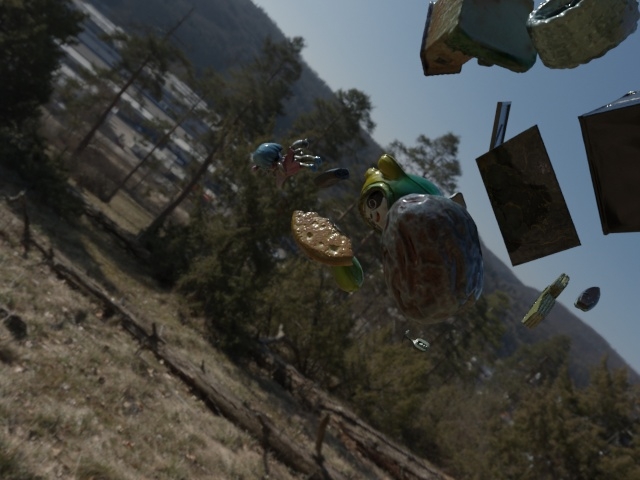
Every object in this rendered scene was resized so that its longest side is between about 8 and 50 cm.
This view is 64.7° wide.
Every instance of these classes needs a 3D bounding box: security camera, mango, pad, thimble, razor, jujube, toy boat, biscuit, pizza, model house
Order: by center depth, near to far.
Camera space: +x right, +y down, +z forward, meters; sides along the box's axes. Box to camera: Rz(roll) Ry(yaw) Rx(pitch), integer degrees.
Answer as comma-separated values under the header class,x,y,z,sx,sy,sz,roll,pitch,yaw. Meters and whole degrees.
class,x,y,z,sx,sy,sz,roll,pitch,yaw
jujube,0.256,0.036,1.195,0.246,0.215,0.308,154,-78,-68
thimble,0.673,-0.554,1.296,0.250,0.205,0.172,-12,-54,47
pizza,0.001,0.001,1.396,0.246,0.127,0.058,29,-27,26
pad,0.602,-0.125,1.498,0.248,0.007,0.367,-32,-110,58
model house,0.466,-0.615,1.560,0.312,0.245,0.280,13,-11,-21
mango,0.080,0.097,1.665,0.163,0.089,0.117,56,37,-16
toy boat,0.886,0.198,1.677,0.059,0.140,0.066,40,-40,26
biscuit,0.750,0.215,1.699,0.046,0.147,0.250,41,51,18
security camera,0.328,0.350,1.729,0.092,0.058,0.058,23,0,20
razor,0.044,-0.249,1.991,0.090,0.148,0.054,-7,84,-38

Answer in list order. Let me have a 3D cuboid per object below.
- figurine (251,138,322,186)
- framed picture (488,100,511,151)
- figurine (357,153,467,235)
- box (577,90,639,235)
class,x,y,z,sx,sy,sz,roll,pitch,yaw
figurine,-0.110,-0.292,1.731,0.260,0.205,0.103,11,-26,32
framed picture,0.623,-0.376,1.756,0.020,0.211,0.289,12,20,22
figurine,0.279,-0.109,1.633,0.340,0.231,0.323,29,-42,39
box,0.870,-0.214,1.324,0.204,0.251,0.345,1,-67,63
